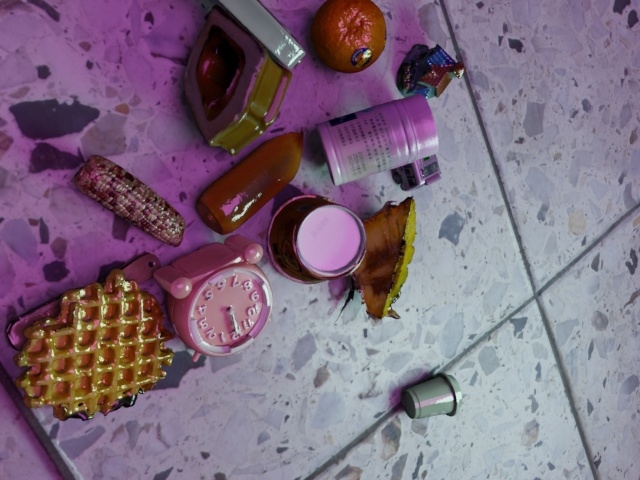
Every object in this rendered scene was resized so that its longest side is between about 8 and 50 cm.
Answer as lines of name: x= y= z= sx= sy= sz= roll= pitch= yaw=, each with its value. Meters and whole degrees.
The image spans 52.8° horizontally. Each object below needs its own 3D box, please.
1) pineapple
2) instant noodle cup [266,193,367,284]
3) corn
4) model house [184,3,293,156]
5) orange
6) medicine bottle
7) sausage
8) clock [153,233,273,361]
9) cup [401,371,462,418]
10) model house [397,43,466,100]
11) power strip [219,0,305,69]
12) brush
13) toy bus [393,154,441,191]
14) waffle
pineapple: x=0.147 y=0.046 z=1.610 sx=0.161 sy=0.158 sz=0.335 roll=-9 pitch=106 yaw=-70
instant noodle cup: x=0.000 y=0.000 z=1.452 sx=0.215 sy=0.172 sz=0.216 roll=-1 pitch=92 yaw=-17
corn: x=-0.370 y=-0.075 z=1.292 sx=0.253 sy=0.086 sz=0.086 roll=38 pitch=74 yaw=-29
model house: x=-0.162 y=-0.311 z=1.373 sx=0.268 sy=0.173 sz=0.239 roll=-66 pitch=158 yaw=1
orange: x=0.066 y=-0.475 z=1.482 sx=0.177 sy=0.155 sz=0.178 roll=1 pitch=110 yaw=2
medicine bottle: x=0.131 y=-0.233 z=1.491 sx=0.253 sy=0.152 sz=0.152 roll=-17 pitch=104 yaw=0
sausage: x=-0.131 y=-0.144 z=1.427 sx=0.328 sy=0.112 sz=0.112 roll=-44 pitch=114 yaw=-24
clock: x=-0.217 y=0.134 z=1.382 sx=0.227 sy=0.142 sz=0.241 roll=-27 pitch=117 yaw=-27
cup: x=0.296 y=0.421 z=1.729 sx=0.141 sy=0.120 sz=0.120 roll=-6 pitch=97 yaw=-21
model house: x=0.290 y=-0.429 z=1.634 sx=0.119 sy=0.148 sz=0.148 roll=43 pitch=70 yaw=-26
power strip: x=-0.157 y=-0.487 z=1.335 sx=0.062 sy=0.091 sz=0.385 roll=-42 pitch=136 yaw=13
brush: x=-0.463 y=0.114 z=1.272 sx=0.327 sy=0.065 sz=0.070 roll=-33 pitch=105 yaw=-36
toy bus: x=0.233 y=-0.228 z=1.637 sx=0.096 sy=0.108 sz=0.199 roll=-28 pitch=108 yaw=-27
waffle: x=-0.427 y=0.221 z=1.251 sx=0.312 sy=0.060 sz=0.307 roll=-41 pitch=129 yaw=-30
